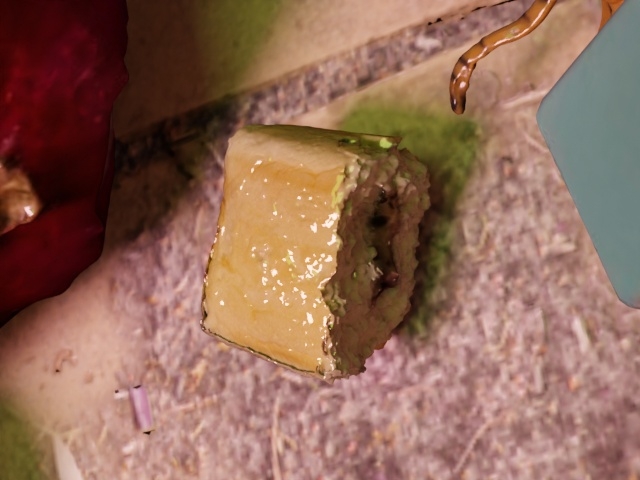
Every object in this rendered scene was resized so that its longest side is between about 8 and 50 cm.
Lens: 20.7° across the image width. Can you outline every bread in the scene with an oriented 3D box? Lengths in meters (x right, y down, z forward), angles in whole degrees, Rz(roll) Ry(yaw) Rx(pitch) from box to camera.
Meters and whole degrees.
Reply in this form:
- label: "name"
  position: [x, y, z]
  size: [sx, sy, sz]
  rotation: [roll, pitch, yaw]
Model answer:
- label: "bread"
  position: [-0.001, 0.001, 0.906]
  size: [0.106, 0.082, 0.125]
  rotation: [18, 102, 44]

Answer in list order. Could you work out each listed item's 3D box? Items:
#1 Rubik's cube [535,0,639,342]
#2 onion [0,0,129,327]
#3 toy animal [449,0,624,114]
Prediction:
- label: "Rubik's cube"
  position: [0.272, -0.005, 0.549]
  size: [0.387, 0.368, 0.358]
  rotation: [-34, 64, 25]
- label: "onion"
  position: [-0.306, -0.142, 0.988]
  size: [0.398, 0.398, 0.420]
  rotation: [-38, 41, 23]
- label: "toy animal"
  position: [0.153, -0.128, 0.802]
  size: [0.255, 0.114, 0.116]
  rotation: [-26, 71, 26]
